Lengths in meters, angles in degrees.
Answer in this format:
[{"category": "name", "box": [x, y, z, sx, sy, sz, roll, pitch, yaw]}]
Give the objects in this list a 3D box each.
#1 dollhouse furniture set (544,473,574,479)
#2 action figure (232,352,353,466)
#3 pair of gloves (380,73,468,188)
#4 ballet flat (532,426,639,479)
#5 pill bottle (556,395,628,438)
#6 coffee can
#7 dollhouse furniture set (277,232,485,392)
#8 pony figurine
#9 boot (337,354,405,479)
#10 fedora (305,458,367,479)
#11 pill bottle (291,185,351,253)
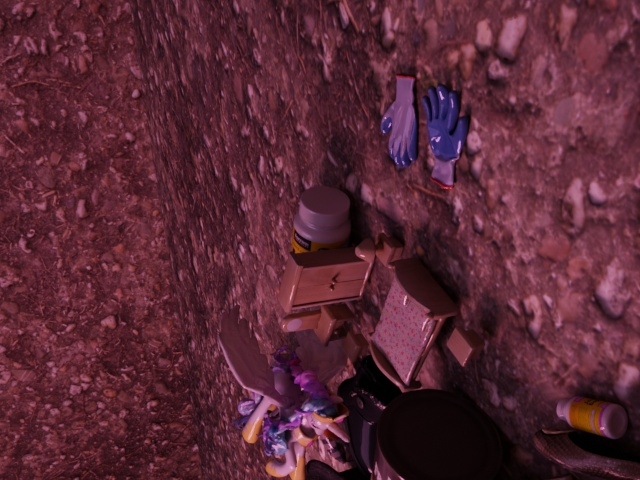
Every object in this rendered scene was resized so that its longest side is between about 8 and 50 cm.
[{"category": "dollhouse furniture set", "box": [0.322, 0.427, 0.787, 0.242, 0.212, 0.161, -29, 78, 38]}, {"category": "action figure", "box": [-0.069, 0.459, 1.605, 0.341, 0.178, 0.330, -37, 65, 36]}, {"category": "pair of gloves", "box": [0.156, -0.175, 0.950, 0.198, 0.023, 0.160, 36, 136, 49]}, {"category": "ballet flat", "box": [0.373, 0.271, 0.744, 0.249, 0.084, 0.058, 6, 93, 60]}, {"category": "pill bottle", "box": [0.351, 0.228, 0.788, 0.083, 0.043, 0.044, -6, 100, 63]}, {"category": "coffee can", "box": [0.186, 0.427, 1.052, 0.201, 0.201, 0.276, 45, 143, 43]}, {"category": "dollhouse furniture set", "box": [0.073, 0.177, 1.080, 0.356, 0.173, 0.303, 55, 140, 43]}, {"category": "pony figurine", "box": [-0.068, 0.329, 1.321, 0.351, 0.302, 0.364, 64, 144, 29]}, {"category": "boot", "box": [0.120, 0.379, 1.266, 0.207, 0.094, 0.247, 118, 136, -60]}, {"category": "fedora", "box": [0.099, 0.626, 1.387, 0.334, 0.152, 0.334, 33, 132, 45]}, {"category": "pill bottle", "box": [0.000, 0.000, 1.247, 0.119, 0.119, 0.209, 49, 145, 40]}]
